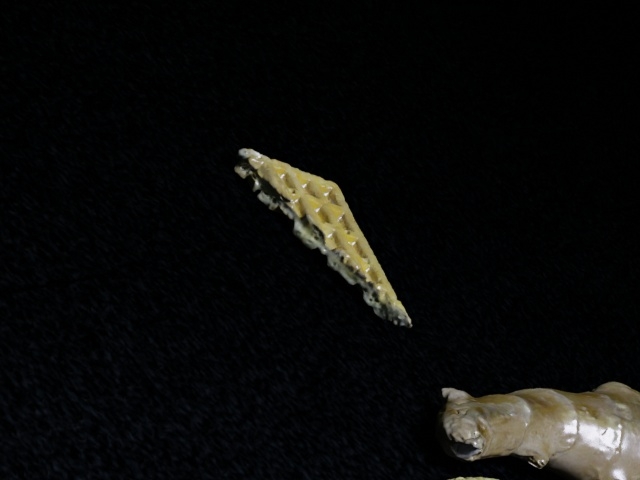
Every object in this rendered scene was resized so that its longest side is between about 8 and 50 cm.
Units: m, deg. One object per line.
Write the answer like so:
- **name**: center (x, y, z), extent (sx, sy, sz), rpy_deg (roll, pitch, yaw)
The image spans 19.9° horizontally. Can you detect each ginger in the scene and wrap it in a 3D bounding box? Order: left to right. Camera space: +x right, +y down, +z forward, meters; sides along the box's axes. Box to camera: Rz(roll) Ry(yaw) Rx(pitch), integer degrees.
- **ginger**: center (0.205, 0.176, 1.563), extent (0.294, 0.086, 0.131), rpy_deg (7, 48, -40)

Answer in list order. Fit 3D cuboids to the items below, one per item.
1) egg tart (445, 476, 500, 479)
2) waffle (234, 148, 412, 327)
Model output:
- **egg tart**: center (0.153, 0.311, 1.150), extent (0.345, 0.132, 0.345), rpy_deg (33, 23, -16)
- **waffle**: center (0.000, 0.000, 1.611), extent (0.125, 0.032, 0.191), rpy_deg (24, 26, -38)
